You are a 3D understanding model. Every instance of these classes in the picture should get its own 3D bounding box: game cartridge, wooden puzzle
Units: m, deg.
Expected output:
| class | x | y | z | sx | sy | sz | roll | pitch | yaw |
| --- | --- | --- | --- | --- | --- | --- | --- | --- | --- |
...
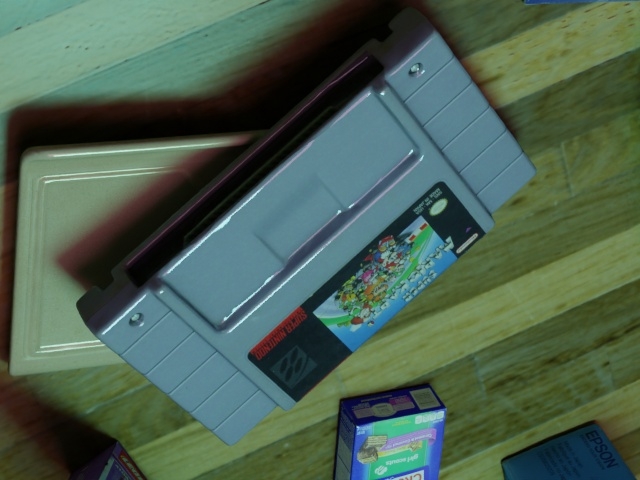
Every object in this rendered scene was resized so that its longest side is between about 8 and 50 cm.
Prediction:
| class | x | y | z | sx | sy | sz | roll | pitch | yaw |
| --- | --- | --- | --- | --- | --- | --- | --- | --- | --- |
| game cartridge | 0.000 | 0.000 | 1.611 | 0.355 | 0.068 | 0.230 | -42 | 135 | 1 |
| wooden puzzle | -0.142 | 0.006 | 1.610 | 0.221 | 0.044 | 0.239 | -5 | 130 | -21 |

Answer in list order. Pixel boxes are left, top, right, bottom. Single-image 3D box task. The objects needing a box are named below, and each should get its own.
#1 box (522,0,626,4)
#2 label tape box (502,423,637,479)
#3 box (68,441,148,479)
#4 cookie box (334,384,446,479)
| class | x | y | z | sx | sy | sz | roll | pitch | yaw |
| --- | --- | --- | --- | --- | --- | --- | --- | --- | --- |
| box | 0.272 | -0.258 | 1.599 | 0.225 | 0.036 | 0.136 | -3 | 125 | -20 |
| label tape box | 0.296 | 0.389 | 1.935 | 0.115 | 0.249 | 0.348 | -23 | 129 | -7 |
| box | -0.114 | 0.317 | 1.653 | 0.057 | 0.201 | 0.293 | -36 | 94 | 4 |
| cookie box | 0.064 | 0.192 | 1.829 | 0.091 | 0.040 | 0.107 | -10 | 127 | -18 |
